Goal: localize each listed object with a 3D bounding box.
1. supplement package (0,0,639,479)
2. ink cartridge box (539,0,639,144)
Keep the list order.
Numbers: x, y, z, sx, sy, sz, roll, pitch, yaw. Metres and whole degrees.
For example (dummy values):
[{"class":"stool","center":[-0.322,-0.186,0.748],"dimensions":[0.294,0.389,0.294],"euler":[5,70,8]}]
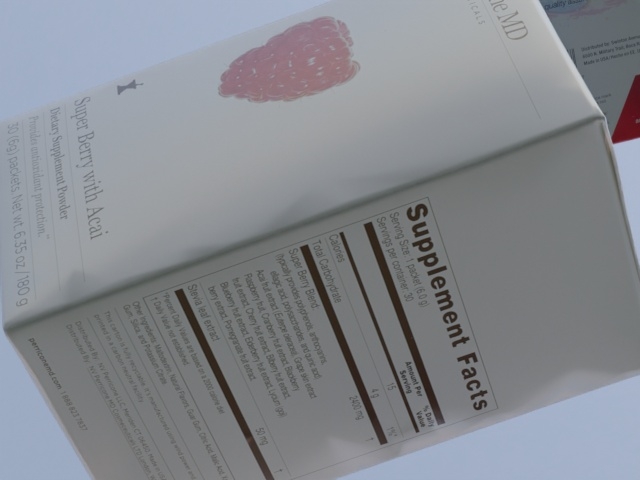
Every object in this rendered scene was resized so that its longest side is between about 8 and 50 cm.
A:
[{"class":"supplement package","center":[0.000,0.000,0.871],"dimensions":[0.293,0.175,0.177],"euler":[-20,-141,2]},{"class":"ink cartridge box","center":[0.150,-0.152,1.047],"dimensions":[0.128,0.127,0.176],"euler":[-12,-76,-5]}]
